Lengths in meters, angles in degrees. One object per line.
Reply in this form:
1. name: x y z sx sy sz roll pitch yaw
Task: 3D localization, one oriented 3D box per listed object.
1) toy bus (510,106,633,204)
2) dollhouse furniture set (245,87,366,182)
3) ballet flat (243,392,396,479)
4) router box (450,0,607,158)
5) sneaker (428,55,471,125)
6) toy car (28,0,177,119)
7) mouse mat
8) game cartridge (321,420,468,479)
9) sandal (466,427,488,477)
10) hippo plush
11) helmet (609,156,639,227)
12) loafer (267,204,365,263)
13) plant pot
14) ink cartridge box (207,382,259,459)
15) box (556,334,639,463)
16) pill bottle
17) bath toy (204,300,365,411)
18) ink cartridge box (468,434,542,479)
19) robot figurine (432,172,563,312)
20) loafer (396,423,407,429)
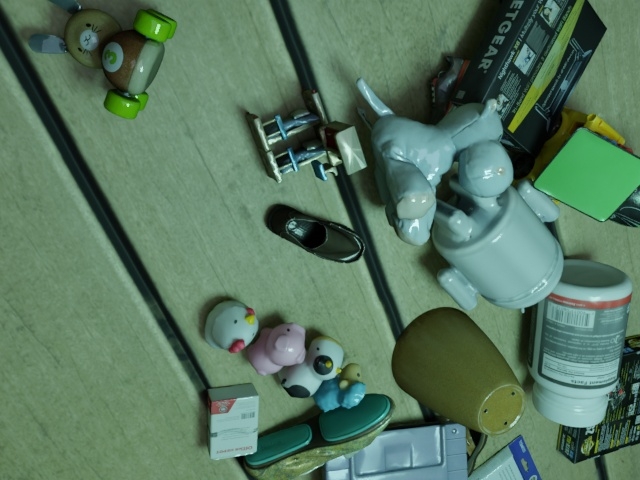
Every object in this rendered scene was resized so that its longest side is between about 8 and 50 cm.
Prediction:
1. toy bus: 0.539 -0.162 1.231 0.149 0.211 0.220 27 97 -28
2. dollhouse furniture set: -0.031 -0.177 1.008 0.129 0.183 0.129 -26 115 -12
3. ballet flat: 0.009 0.431 1.235 0.348 0.123 0.123 -23 115 5
4. router box: 0.422 -0.354 1.161 0.243 0.081 0.309 24 95 -41
5. sneaker: 0.243 -0.296 1.164 0.065 0.061 0.158 24 97 0
6. toy car: -0.338 -0.301 0.878 0.188 0.149 0.155 23 108 -15
7. mouse mat: 0.540 -0.127 1.149 0.189 0.007 0.153 24 123 -12
8. game cartridge: 0.177 0.551 1.343 0.355 0.068 0.230 -1 82 -16
9. sandal: 0.372 0.500 1.462 0.060 0.090 0.219 15 109 -3
10. hippo plush: 0.222 -0.152 1.082 0.236 0.234 0.294 -16 74 1
11. helmet: 0.692 -0.106 1.272 0.161 0.169 0.169 17 101 -6
12. loafer: 0.000 0.000 1.137 0.220 0.078 0.080 18 99 -26
13. plant pot: 0.318 0.303 1.268 0.237 0.254 0.237 -6 108 -20
14. ink cartridge box: -0.183 0.373 1.197 0.099 0.056 0.135 -1 107 -21
15. box: 0.799 0.439 1.607 0.257 0.079 0.322 -7 109 -18
16. pill bottle: 0.613 0.245 1.393 0.210 0.210 0.363 -9 111 -19
17. bath toy: -0.068 0.230 1.158 0.348 0.129 0.151 35 92 -27
18. ink cartridge box: 0.508 0.676 1.582 0.224 0.045 0.223 -34 116 -9
19. robot figurine: 0.377 0.010 1.225 0.300 0.200 0.353 -46 118 4
20. loafer: 0.176 0.503 1.398 0.045 0.039 0.125 20 82 -5
